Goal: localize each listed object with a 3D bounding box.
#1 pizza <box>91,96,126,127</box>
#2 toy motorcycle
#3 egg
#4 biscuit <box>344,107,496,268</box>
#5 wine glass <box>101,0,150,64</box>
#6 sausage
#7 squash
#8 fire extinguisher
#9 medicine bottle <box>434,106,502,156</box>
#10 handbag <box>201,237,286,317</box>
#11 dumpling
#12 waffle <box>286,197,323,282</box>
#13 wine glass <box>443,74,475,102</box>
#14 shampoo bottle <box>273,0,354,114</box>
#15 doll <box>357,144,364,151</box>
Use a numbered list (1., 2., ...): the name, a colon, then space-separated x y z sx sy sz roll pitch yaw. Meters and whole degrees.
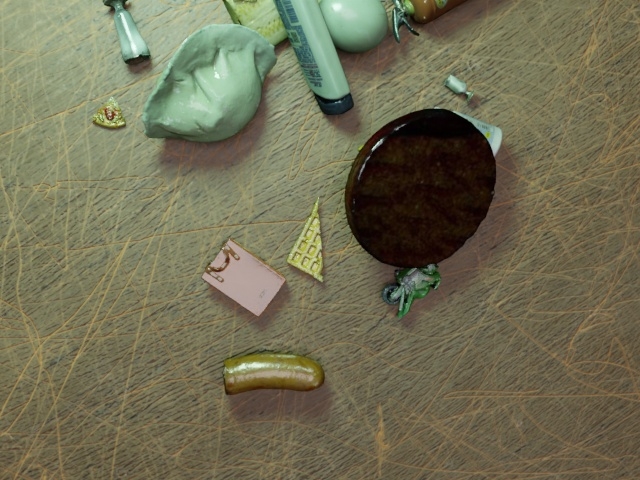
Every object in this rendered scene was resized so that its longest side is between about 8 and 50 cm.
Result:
1. pizza: -0.532 -0.323 1.429 0.083 0.025 0.078 4 97 -6
2. toy motorcycle: 0.257 0.117 1.539 0.190 0.074 0.106 -41 107 -1
3. egg: 0.079 -0.545 1.408 0.192 0.149 0.150 9 94 -29
4. biscuit: 0.247 -0.125 1.416 0.406 0.091 0.408 -8 114 -19
5. wine glass: -0.474 -0.519 1.397 0.072 0.072 0.156 -19 97 -4
6. sausage: -0.123 0.350 1.501 0.270 0.109 0.109 1 95 -6
7. squash: -0.104 -0.603 1.411 0.252 0.093 0.169 -34 137 -2
8. fire extinguisher: 0.309 -0.672 1.459 0.375 0.113 0.200 -32 70 -4
9. medicine bottle: 0.372 -0.277 1.494 0.186 0.103 0.103 19 93 -8
10. handbag: -0.202 0.095 1.488 0.190 0.063 0.127 37 91 -11
11. dumpling: -0.286 -0.371 1.373 0.270 0.211 0.321 33 76 -44
12. waffle: 0.000 0.000 1.513 0.125 0.032 0.191 30 93 -6
13. wine glass: 0.368 -0.406 1.516 0.083 0.042 0.039 31 53 -5
14. shampoo bottle: -0.025 -0.478 1.378 0.078 0.134 0.360 -40 126 -21
15. doll: 0.178 -0.179 1.489 0.145 0.096 0.188 -12 92 -13
